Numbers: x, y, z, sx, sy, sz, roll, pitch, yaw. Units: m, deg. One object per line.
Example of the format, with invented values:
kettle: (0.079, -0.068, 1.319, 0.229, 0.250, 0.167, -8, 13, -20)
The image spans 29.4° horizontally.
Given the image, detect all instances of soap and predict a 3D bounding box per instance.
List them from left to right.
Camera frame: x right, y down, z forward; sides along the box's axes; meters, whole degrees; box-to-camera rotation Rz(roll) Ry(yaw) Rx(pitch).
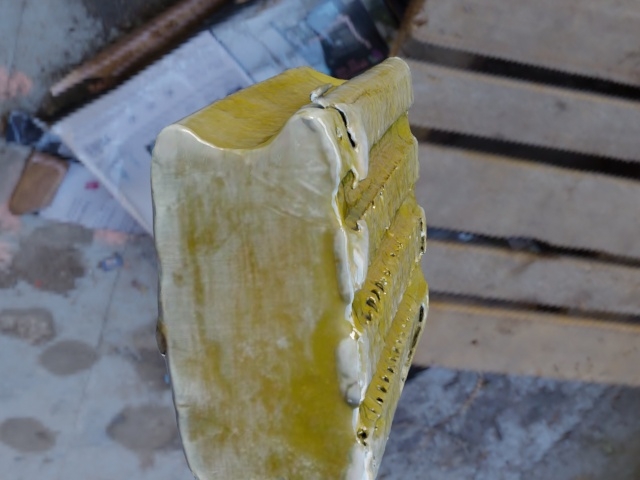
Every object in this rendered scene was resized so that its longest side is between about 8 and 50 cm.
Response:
soap: (0.000, 0.000, 0.617, 0.089, 0.274, 0.173, -4, 102, 12)
